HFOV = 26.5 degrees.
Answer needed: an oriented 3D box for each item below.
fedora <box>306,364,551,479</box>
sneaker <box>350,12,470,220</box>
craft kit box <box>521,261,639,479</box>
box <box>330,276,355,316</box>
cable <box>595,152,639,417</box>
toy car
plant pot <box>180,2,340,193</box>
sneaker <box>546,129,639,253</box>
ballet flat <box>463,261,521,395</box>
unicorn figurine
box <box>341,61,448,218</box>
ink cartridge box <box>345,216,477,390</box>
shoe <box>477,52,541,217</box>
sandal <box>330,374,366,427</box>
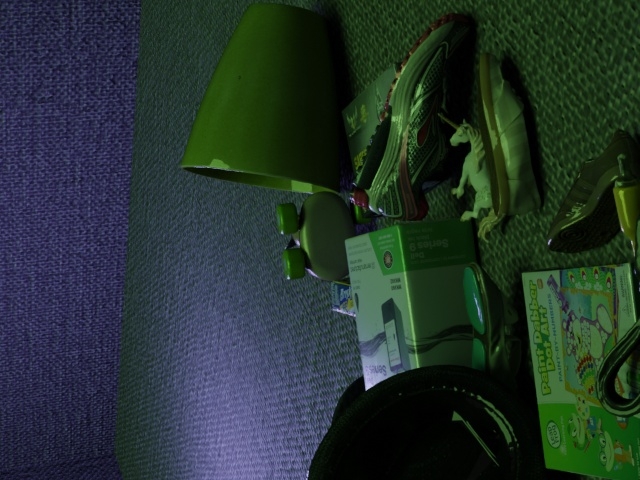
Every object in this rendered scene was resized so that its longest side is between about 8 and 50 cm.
[{"bbox_3d":[0.148,0.333,1.778,0.152,0.334,0.334,53,-163,-61],"label":"fedora"},{"bbox_3d":[0.143,-0.172,1.886,0.121,0.112,0.299,-52,-16,-72],"label":"sneaker"},{"bbox_3d":[0.329,0.150,1.580,0.246,0.061,0.250,166,97,-72],"label":"craft kit box"},{"bbox_3d":[0.074,0.094,2.230,0.169,0.059,0.054,-169,73,-69],"label":"box"},{"bbox_3d":[0.364,0.052,1.419,0.139,0.072,0.287,11,112,29],"label":"cable"},{"bbox_3d":[0.000,0.000,2.288,0.188,0.155,0.149,149,113,-78],"label":"toy car"},{"bbox_3d":[-0.082,-0.245,2.309,0.275,0.274,0.294,-178,97,-69],"label":"plant pot"},{"bbox_3d":[0.318,-0.052,1.556,0.188,0.066,0.071,126,151,-54],"label":"sneaker"},{"bbox_3d":[0.231,0.120,1.797,0.072,0.068,0.213,-130,30,-63],"label":"ballet flat"},{"bbox_3d":[0.210,-0.087,1.831,0.162,0.060,0.111,55,148,23],"label":"unicorn figurine"},{"bbox_3d":[0.110,-0.149,2.065,0.231,0.056,0.183,147,114,-67],"label":"box"},{"bbox_3d":[0.143,0.124,1.963,0.211,0.121,0.289,162,101,-68],"label":"ink cartridge box"},{"bbox_3d":[0.239,-0.137,1.740,0.076,0.058,0.219,84,179,-78],"label":"shoe"},{"bbox_3d":[0.115,0.418,2.063,0.107,0.167,0.446,122,136,-53],"label":"sandal"}]
